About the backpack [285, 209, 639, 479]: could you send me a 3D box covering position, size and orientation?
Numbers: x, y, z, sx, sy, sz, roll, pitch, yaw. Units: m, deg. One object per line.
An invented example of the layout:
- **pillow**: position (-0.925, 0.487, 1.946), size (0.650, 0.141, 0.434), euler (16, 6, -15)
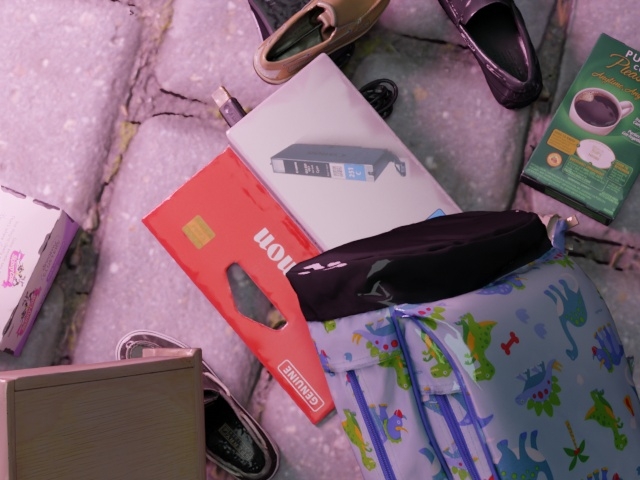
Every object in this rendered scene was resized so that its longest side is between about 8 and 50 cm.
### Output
- **backpack**: position (0.156, 0.162, 1.090), size (0.273, 0.290, 0.356), euler (-1, 99, 44)

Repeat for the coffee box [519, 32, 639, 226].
- **coffee box**: position (0.307, -0.120, 1.298), size (0.113, 0.040, 0.184), euler (28, 81, 10)

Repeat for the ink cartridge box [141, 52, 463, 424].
- **ink cartridge box**: position (0.000, 0.000, 1.259), size (0.261, 0.066, 0.296), euler (-41, 86, -6)

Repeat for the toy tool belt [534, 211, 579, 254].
- **toy tool belt**: position (0.244, 0.012, 1.267), size (0.051, 0.052, 0.083), euler (3, 77, 14)

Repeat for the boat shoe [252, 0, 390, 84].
- **boat shoe**: position (0.011, -0.237, 1.285), size (0.190, 0.072, 0.068), euler (-44, 90, -8)

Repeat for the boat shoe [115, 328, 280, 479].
- **boat shoe**: position (-0.129, 0.167, 1.250), size (0.219, 0.070, 0.078), euler (39, 82, 12)

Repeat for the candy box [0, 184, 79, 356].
- **candy box**: position (-0.388, 0.014, 1.309), size (0.196, 0.070, 0.165), euler (21, 79, 10)

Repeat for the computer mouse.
- **computer mouse**: position (-0.050, -0.214, 1.345), size (0.184, 0.060, 0.262), euler (-30, 87, -7)

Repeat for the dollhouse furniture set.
- **dollhouse furniture set**: position (-0.341, 0.194, 1.165), size (0.394, 0.256, 0.362), euler (-3, 87, 33)

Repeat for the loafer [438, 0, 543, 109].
- **loafer**: position (0.182, -0.251, 1.321), size (0.076, 0.078, 0.223), euler (-24, 76, -2)
